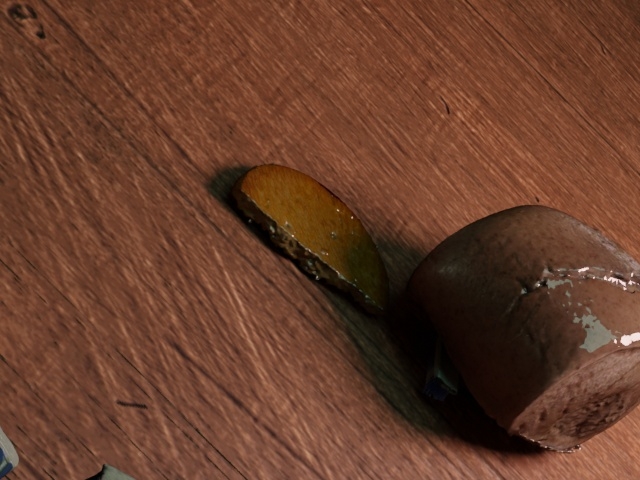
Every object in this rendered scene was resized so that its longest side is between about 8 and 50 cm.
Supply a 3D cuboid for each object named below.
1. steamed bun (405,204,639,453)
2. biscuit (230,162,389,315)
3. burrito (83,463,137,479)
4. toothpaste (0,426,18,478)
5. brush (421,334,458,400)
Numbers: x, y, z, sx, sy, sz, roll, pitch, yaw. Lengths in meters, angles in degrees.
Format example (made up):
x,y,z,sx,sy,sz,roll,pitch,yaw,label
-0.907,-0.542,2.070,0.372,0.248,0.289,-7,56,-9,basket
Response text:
x,y,z,sx,sy,sz,roll,pitch,yaw,label
0.253,0.076,1.587,0.301,0.199,0.251,13,43,-58,steamed bun
-0.003,-0.011,1.560,0.206,0.025,0.126,40,33,-14,biscuit
-0.100,0.267,1.088,0.229,0.089,0.144,32,49,-23,burrito
-0.267,0.178,1.032,0.057,0.035,0.197,60,28,-12,toothpaste
0.130,0.117,1.586,0.033,0.030,0.178,35,23,-8,brush
